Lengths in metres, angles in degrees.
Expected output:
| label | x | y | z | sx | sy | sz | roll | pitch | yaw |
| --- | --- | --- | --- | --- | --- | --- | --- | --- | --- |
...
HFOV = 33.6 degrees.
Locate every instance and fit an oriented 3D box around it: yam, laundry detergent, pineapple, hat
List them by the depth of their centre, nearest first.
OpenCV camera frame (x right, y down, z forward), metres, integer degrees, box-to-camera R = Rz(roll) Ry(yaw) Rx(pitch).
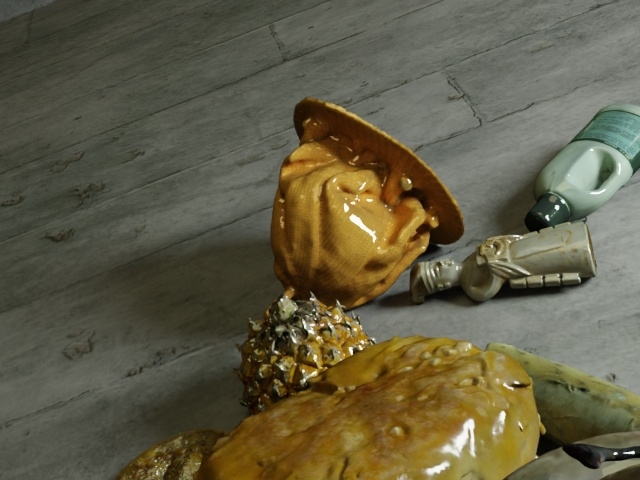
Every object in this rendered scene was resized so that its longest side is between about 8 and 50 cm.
| label | x | y | z | sx | sy | sz | roll | pitch | yaw |
| --- | --- | --- | --- | --- | --- | --- | --- | --- | --- |
| yam | 0.272 | 0.174 | 0.922 | 0.083 | 0.083 | 0.371 | -38 | 36 | -25 |
| pineapple | -0.024 | 0.115 | 1.129 | 0.161 | 0.137 | 0.176 | -28 | 31 | -11 |
| hat | 0.000 | 0.000 | 1.247 | 0.233 | 0.244 | 0.233 | 8 | 53 | 54 |
| laundry detergent | 0.322 | -0.081 | 1.283 | 0.099 | 0.070 | 0.225 | 20 | 49 | 39 |

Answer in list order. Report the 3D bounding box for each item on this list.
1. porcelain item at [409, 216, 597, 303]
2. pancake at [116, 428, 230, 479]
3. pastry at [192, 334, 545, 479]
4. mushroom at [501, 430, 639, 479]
| label | x | y | z | sx | sy | sz | roll | pitch | yaw |
| --- | --- | --- | --- | --- | --- | --- | --- | --- | --- |
| porcelain item | 0.201 | 0.027 | 1.206 | 0.213 | 0.054 | 0.084 | -11 | 39 | 17 |
| pancake | -0.148 | 0.251 | 1.102 | 0.158 | 0.028 | 0.158 | -17 | 33 | 12 |
| pastry | 0.048 | 0.207 | 0.922 | 0.310 | 0.162 | 0.255 | -28 | 20 | -29 |
| mushroom | 0.213 | 0.250 | 0.627 | 0.362 | 0.295 | 0.362 | -14 | 33 | 9 |
